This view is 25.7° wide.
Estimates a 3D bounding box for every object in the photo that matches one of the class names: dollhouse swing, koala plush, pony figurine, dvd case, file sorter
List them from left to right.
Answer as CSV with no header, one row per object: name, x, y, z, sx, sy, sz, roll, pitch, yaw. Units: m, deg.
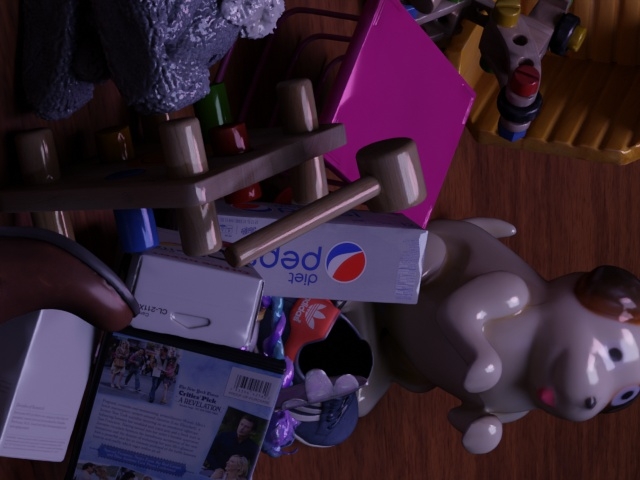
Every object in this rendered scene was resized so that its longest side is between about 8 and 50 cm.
koala plush,-0.151,-0.222,1.352,0.221,0.196,0.203,-10,99,-54
dvd case,-0.154,0.209,1.397,0.022,0.180,0.253,-94,-160,-67
pony figurine,-0.116,0.208,1.562,0.351,0.302,0.363,-116,-145,-86
file sorter,0.025,-0.159,1.677,0.290,0.182,0.202,36,72,-58
dollhouse swing,0.367,-0.332,1.985,0.315,0.346,0.305,-56,149,-43

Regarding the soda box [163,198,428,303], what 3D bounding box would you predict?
soda box,-0.032,0.011,1.576,0.286,0.098,0.091,4,102,-16

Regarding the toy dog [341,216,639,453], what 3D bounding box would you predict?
toy dog,0.269,0.133,1.991,0.395,0.408,0.285,-36,133,-48

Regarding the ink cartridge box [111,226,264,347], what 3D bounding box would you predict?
ink cartridge box,-0.136,0.041,1.410,0.127,0.175,0.072,12,98,-16

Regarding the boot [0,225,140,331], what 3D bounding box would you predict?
boot,-0.318,0.105,1.179,0.264,0.096,0.280,29,72,-20

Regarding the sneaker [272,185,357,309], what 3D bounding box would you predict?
sneaker,0.000,0.000,1.777,0.107,0.118,0.279,-57,162,-15

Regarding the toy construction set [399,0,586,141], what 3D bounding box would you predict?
toy construction set,0.218,-0.313,1.854,0.237,0.257,0.309,-48,138,-27

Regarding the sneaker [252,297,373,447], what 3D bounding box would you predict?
sneaker,0.011,0.182,1.835,0.131,0.148,0.350,-62,148,-23

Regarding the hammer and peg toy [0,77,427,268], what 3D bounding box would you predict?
hammer and peg toy,-0.101,-0.073,1.327,0.266,0.361,0.127,-27,112,-52

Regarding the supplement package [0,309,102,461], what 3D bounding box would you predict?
supplement package,-0.288,0.108,1.339,0.105,0.105,0.179,22,84,-60
